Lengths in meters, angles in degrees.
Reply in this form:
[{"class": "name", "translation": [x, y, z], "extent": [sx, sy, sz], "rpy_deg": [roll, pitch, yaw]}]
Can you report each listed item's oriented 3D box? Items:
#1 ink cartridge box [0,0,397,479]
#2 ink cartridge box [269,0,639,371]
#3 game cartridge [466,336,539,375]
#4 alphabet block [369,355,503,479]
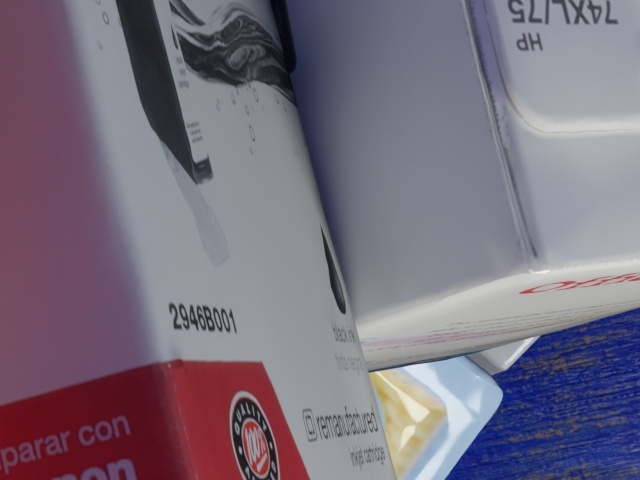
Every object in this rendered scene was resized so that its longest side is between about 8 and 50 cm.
[{"class": "ink cartridge box", "translation": [-0.077, -0.024, 0.425], "extent": [0.114, 0.273, 0.197], "rpy_deg": [-17, 171, 12]}, {"class": "ink cartridge box", "translation": [0.041, -0.059, 0.609], "extent": [0.198, 0.197, 0.270], "rpy_deg": [-5, 170, -38]}, {"class": "game cartridge", "translation": [0.189, -0.025, 1.095], "extent": [0.297, 0.062, 0.198], "rpy_deg": [-46, 175, -13]}, {"class": "alphabet block", "translation": [-0.058, 0.081, 0.875], "extent": [0.193, 0.192, 0.197], "rpy_deg": [41, 175, -29]}]
